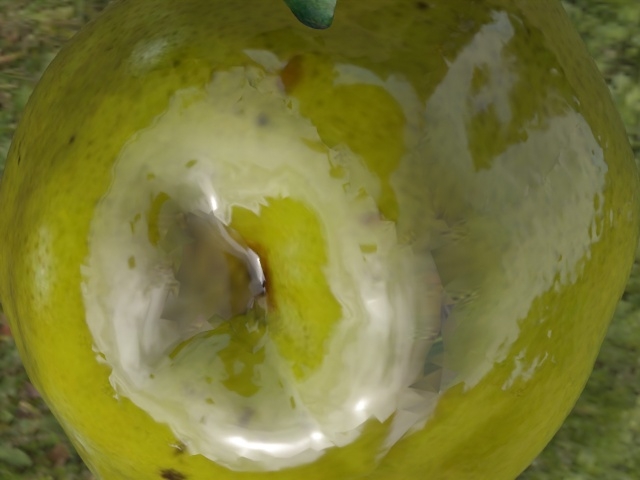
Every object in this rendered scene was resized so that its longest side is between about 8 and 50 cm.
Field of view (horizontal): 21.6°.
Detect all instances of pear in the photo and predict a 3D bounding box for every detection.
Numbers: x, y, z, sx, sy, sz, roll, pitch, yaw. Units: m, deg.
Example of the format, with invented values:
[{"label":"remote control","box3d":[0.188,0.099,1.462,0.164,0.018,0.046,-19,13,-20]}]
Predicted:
[{"label":"pear","box3d":[0.001,0.000,0.493,0.198,0.198,0.198,-6,101,-31]}]

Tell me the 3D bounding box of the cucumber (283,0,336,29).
[{"label":"cucumber","box3d":[-0.007,-0.094,0.358,0.035,0.067,0.107,3,133,-2]}]
